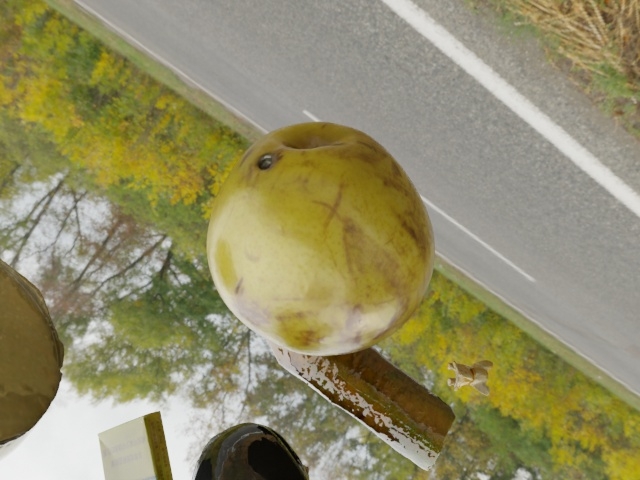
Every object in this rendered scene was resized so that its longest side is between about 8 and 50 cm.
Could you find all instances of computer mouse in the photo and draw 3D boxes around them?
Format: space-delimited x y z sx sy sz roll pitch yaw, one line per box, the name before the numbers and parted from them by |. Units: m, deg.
computer mouse | -0.057 0.308 0.482 0.086 0.137 0.269 87 158 -51

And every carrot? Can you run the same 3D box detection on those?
carrot | 0.058 0.211 0.725 0.302 0.114 0.114 33 180 17

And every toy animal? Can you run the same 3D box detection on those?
toy animal | 0.263 0.231 0.807 0.083 0.060 0.081 9 157 -12

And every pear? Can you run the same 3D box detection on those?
pear | 0.000 0.000 0.576 0.281 0.281 0.281 33 180 0

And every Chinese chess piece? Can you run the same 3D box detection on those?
Chinese chess piece | -0.512 0.150 0.621 0.338 0.140 0.338 59 -173 -11

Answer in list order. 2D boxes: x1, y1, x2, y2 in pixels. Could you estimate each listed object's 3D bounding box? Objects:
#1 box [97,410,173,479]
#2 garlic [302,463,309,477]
box | -0.310 0.455 0.816 0.041 0.153 0.279 9 -122 -56
garlic | -0.105 0.472 0.761 0.203 0.184 0.281 -2 -147 -16
